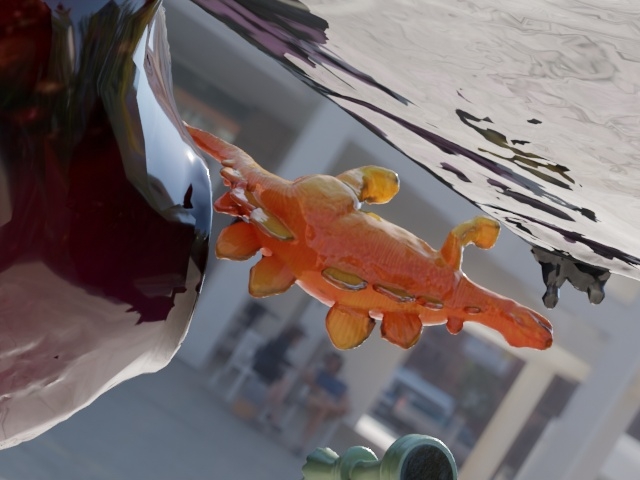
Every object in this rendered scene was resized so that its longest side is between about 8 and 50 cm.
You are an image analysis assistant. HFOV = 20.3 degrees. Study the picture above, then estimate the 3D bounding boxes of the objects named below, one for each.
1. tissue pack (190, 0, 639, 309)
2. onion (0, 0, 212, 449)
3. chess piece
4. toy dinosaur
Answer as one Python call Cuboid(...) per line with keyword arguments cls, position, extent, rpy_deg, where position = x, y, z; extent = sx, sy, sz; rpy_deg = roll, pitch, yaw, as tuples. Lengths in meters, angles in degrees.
Cuboid(cls="tissue pack", position=(0.096, -0.065, 0.465), extent=(0.259, 0.122, 0.361), rpy_deg=(14, -11, 38))
Cuboid(cls="onion", position=(-0.271, -0.070, 0.854), extent=(0.420, 0.398, 0.398), rpy_deg=(-12, 11, -16))
Cuboid(cls="chess piece", position=(0.025, 0.119, 0.902), extent=(0.042, 0.042, 0.093), rpy_deg=(34, -24, -29))
Cuboid(cls="toy dinosaur", position=(0.000, 0.000, 1.029), extent=(0.288, 0.070, 0.117), rpy_deg=(28, 36, 13))
